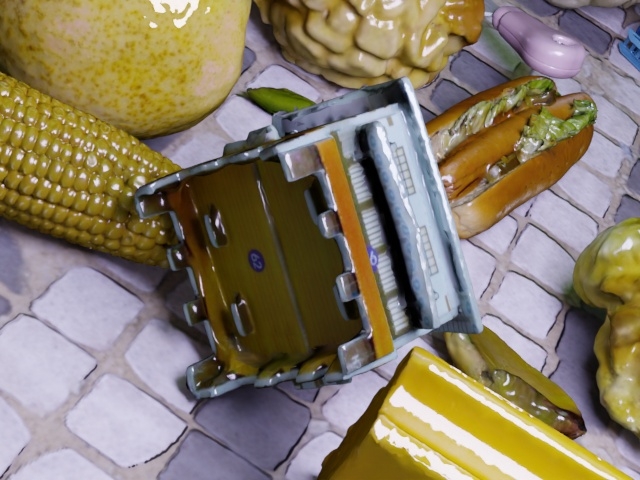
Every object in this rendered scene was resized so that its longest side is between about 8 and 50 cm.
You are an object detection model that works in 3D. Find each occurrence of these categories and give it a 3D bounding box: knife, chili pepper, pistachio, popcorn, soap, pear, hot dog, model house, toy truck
[{"bbox_3d":[0.195,-0.277,1.657,0.081,0.043,0.336,-4,32,-33],"label":"knife"},{"bbox_3d":[0.005,-0.098,1.390,0.202,0.050,0.052,49,6,23],"label":"chili pepper"},{"bbox_3d":[0.164,0.129,1.247,0.173,0.049,0.089,41,16,15],"label":"pistachio"},{"bbox_3d":[0.029,-0.305,1.494,0.332,0.225,0.265,21,44,7],"label":"popcorn"},{"bbox_3d":[0.369,0.116,1.299,0.286,0.174,0.225,26,47,-5],"label":"popcorn"},{"bbox_3d":[0.152,0.236,1.011,0.324,0.204,0.096,31,50,1],"label":"soap"},{"bbox_3d":[-0.189,-0.215,1.246,0.271,0.271,0.271,18,41,-16],"label":"pear"},{"bbox_3d":[0.204,-0.110,1.482,0.135,0.100,0.337,43,41,15],"label":"hot dog"},{"bbox_3d":[0.000,0.000,1.112,0.215,0.198,0.224,-22,96,-48],"label":"model house"},{"bbox_3d":[0.465,-0.236,1.818,0.074,0.063,0.136,-35,72,-28],"label":"toy truck"}]

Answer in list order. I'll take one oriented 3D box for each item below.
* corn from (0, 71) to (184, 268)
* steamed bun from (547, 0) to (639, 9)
[{"bbox_3d":[-0.242,-0.070,1.144,0.321,0.119,0.119,21,40,-12],"label":"corn"},{"bbox_3d":[0.463,-0.446,1.830,0.372,0.230,0.325,-9,34,-7],"label":"steamed bun"}]
